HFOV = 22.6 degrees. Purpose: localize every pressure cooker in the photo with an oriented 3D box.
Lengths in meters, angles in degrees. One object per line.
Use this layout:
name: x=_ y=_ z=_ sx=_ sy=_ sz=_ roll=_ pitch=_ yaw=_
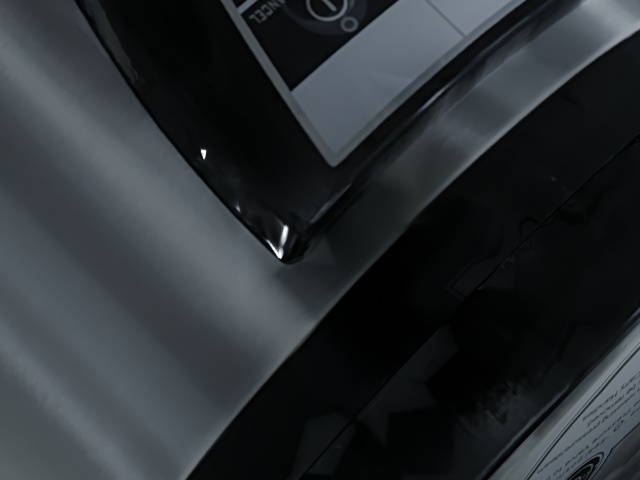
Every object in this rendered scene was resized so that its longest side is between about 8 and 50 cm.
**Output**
pressure cooker: x=0.000 y=0.002 z=0.614 sx=0.370 sy=0.420 sz=0.375 roll=-50 pitch=-17 yaw=13
